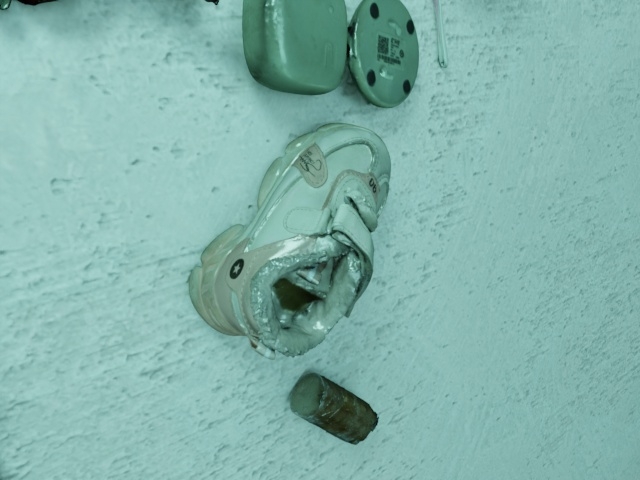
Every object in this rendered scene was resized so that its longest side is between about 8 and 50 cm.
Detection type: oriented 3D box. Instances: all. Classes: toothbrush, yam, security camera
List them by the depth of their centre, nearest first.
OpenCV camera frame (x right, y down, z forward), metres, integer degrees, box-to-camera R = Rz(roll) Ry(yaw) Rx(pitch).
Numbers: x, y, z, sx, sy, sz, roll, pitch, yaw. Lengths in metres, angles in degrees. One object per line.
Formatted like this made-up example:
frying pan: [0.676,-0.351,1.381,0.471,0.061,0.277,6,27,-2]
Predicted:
security camera: [0.028,-0.270,0.623,0.301,0.080,0.157,-7,102,-42]
toothbrush: [0.185,-0.385,0.730,0.022,0.017,0.204,-17,110,-8]
yam: [0.024,0.276,0.736,0.141,0.079,0.079,41,78,-31]

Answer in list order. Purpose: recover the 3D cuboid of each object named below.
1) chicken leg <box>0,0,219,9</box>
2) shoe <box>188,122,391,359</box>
chicken leg: [-0.221,-0.284,0.446,0.253,0.051,0.106,-8,99,-14]
shoe: [0.002,0.001,0.588,0.172,0.198,0.351,44,77,-33]
